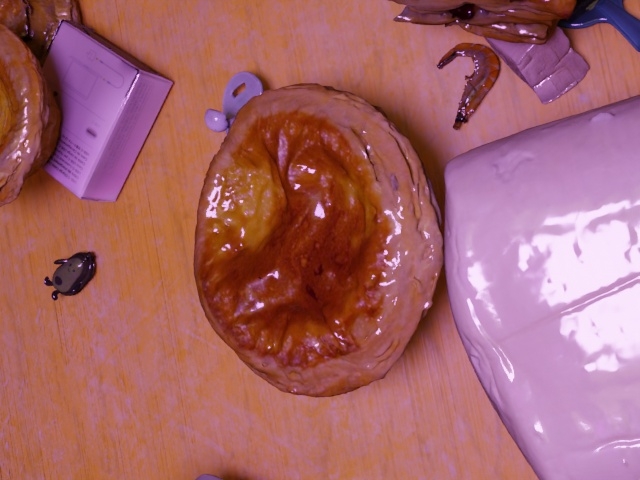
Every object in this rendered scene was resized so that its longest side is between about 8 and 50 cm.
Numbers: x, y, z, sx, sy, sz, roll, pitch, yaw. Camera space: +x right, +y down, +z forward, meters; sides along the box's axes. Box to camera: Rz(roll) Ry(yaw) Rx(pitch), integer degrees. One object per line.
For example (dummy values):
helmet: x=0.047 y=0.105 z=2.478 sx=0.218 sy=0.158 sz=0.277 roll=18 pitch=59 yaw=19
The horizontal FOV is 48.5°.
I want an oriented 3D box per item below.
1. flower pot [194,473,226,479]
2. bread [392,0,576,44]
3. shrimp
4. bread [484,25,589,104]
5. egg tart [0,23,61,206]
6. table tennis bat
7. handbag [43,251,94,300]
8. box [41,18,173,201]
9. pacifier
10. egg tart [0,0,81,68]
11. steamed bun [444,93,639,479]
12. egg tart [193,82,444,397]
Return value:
flower pot: x=-0.189 y=0.484 z=1.031 sx=0.164 sy=0.367 sz=0.254 roll=16 pitch=89 yaw=22
bread: x=0.209 y=-0.395 z=0.922 sx=0.369 sy=0.191 sz=0.314 roll=14 pitch=67 yaw=38
shrimp: x=0.206 y=-0.226 z=1.036 sx=0.091 sy=0.025 sz=0.127 roll=22 pitch=94 yaw=22
bread: x=0.290 y=-0.278 z=1.002 sx=0.077 sy=0.105 sz=0.152 roll=-42 pitch=43 yaw=18
egg tart: x=-0.542 y=-0.204 z=1.198 sx=0.318 sy=0.128 sz=0.319 roll=-1 pitch=89 yaw=30
table tennis bat: x=0.375 y=-0.326 z=0.962 sx=0.124 sy=0.033 sz=0.201 roll=-45 pitch=69 yaw=17
handbag: x=-0.455 y=0.058 z=1.309 sx=0.111 sy=0.047 sz=0.072 roll=-39 pitch=77 yaw=21
box: x=-0.408 y=-0.226 z=1.256 sx=0.203 sy=0.106 sz=0.252 roll=34 pitch=102 yaw=21
pacifier: x=-0.138 y=-0.193 z=1.140 sx=0.126 sy=0.116 sz=0.151 roll=-15 pitch=87 yaw=48
egg tart: x=-0.550 y=-0.391 z=1.322 sx=0.240 sy=0.106 sz=0.241 roll=1 pitch=93 yaw=27
steamed bun: x=0.358 y=0.076 z=0.834 sx=0.371 sy=0.290 sz=0.456 roll=-18 pitch=82 yaw=26
egg tart: x=0.000 y=0.000 z=1.018 sx=0.442 sy=0.178 sz=0.444 roll=0 pitch=90 yaw=39
